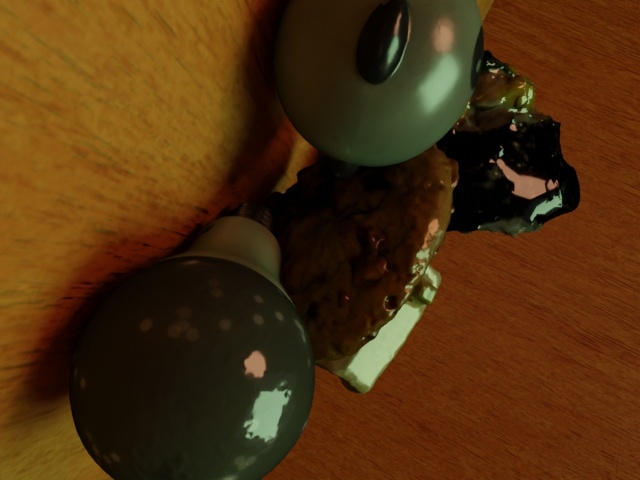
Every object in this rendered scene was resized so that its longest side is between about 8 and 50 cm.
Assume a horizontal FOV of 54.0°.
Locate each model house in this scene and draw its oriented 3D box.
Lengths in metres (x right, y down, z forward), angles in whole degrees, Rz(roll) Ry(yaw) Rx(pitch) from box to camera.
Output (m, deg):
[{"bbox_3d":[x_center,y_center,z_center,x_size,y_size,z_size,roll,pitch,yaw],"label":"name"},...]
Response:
[{"bbox_3d":[0.026,0.078,0.825,0.193,0.175,0.234,-53,-150,-13],"label":"model house"}]

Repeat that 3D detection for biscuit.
[{"bbox_3d":[0.001,-0.004,0.684,0.334,0.081,0.289,-19,-139,48],"label":"biscuit"}]

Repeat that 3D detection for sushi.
[{"bbox_3d":[0.210,-0.160,0.946,0.328,0.329,0.285,-19,109,-56],"label":"sushi"}]

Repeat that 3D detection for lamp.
[{"bbox_3d":[0.058,-0.181,0.564,0.197,0.198,0.243,105,6,-57],"label":"lamp"},{"bbox_3d":[-0.105,0.076,0.540,0.314,0.182,0.181,-111,-137,-65],"label":"lamp"}]
